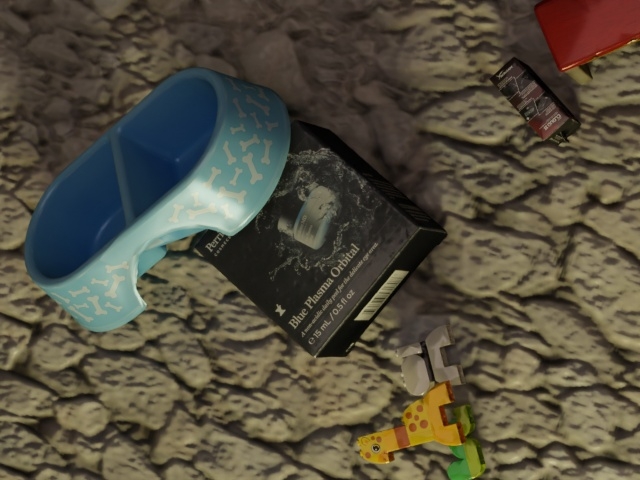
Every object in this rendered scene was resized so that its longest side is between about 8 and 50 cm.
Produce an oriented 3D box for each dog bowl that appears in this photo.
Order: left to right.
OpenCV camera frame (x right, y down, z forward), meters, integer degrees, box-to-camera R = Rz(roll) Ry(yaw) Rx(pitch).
[{"bbox_3d":[-0.159,-0.044,1.658,0.297,0.074,0.166,-38,43,22],"label":"dog bowl"}]

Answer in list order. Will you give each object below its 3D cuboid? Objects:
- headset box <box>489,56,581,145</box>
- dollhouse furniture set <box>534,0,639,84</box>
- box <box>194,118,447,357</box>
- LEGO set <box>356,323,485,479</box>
[{"bbox_3d":[0.194,-0.120,1.602,0.032,0.062,0.083,-42,77,13],"label":"headset box"},{"bbox_3d":[0.335,-0.303,1.515,0.374,0.152,0.201,-24,81,16],"label":"dollhouse furniture set"},{"bbox_3d":[0.000,0.000,1.647,0.158,0.093,0.156,42,101,17],"label":"box"},{"bbox_3d":[0.091,0.196,1.612,0.093,0.087,0.227,-16,82,17],"label":"LEGO set"}]
